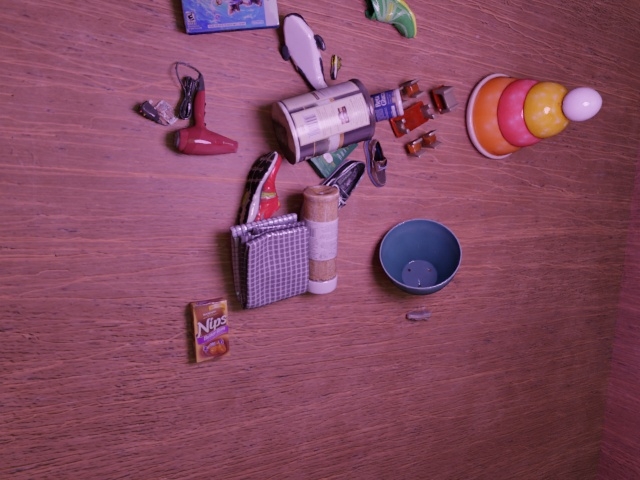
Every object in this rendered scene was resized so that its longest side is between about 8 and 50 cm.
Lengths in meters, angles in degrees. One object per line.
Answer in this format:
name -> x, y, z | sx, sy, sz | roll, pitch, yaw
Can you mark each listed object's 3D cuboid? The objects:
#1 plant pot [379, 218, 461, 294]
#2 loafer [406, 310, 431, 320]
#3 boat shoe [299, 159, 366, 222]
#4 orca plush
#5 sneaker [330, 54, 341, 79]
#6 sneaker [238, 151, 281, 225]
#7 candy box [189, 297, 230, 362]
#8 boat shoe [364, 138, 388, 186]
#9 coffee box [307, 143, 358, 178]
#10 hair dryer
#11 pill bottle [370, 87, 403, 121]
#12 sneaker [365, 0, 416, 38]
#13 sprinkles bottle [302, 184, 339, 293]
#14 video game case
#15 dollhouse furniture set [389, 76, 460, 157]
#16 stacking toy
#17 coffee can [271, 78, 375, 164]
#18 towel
plant pot -> 0.375, 0.091, 1.756 | 0.290, 0.290, 0.195 | -46, 152, -16
loafer -> 0.406, 0.316, 1.910 | 0.125, 0.045, 0.039 | -1, 104, -32
boat shoe -> 0.051, -0.158, 1.608 | 0.306, 0.105, 0.113 | -46, 115, -16
orca plush -> -0.021, -0.608, 1.512 | 0.287, 0.151, 0.102 | 47, 43, -23
sneaker -> 0.057, -0.593, 1.594 | 0.035, 0.031, 0.084 | 1, 96, -30
sneaker -> -0.177, -0.148, 1.497 | 0.118, 0.107, 0.279 | 15, 100, -35
candy box -> -0.352, 0.283, 1.477 | 0.109, 0.053, 0.187 | -7, 99, -27
boat shoe -> 0.209, -0.282, 1.702 | 0.066, 0.066, 0.183 | -28, 110, -23
coffee box -> 0.038, -0.316, 1.617 | 0.184, 0.040, 0.113 | -48, 115, -14
hair dryer -> -0.358, -0.359, 1.369 | 0.293, 0.080, 0.224 | 46, 74, -26
pill bottle -> 0.199, -0.462, 1.617 | 0.169, 0.094, 0.094 | -12, 106, 14
sneaker -> 0.223, -0.814, 1.631 | 0.295, 0.109, 0.123 | 35, 103, -30
sprinkles bottle -> 0.000, 0.000, 1.542 | 0.121, 0.121, 0.356 | -13, 119, -27
video game case -> -0.264, -0.727, 1.314 | 0.269, 0.061, 0.245 | -8, 107, -6
dollhouse furniture set -> 0.383, -0.484, 1.759 | 0.259, 0.135, 0.262 | -30, 111, -10
stacking toy -> 0.846, -0.497, 1.789 | 0.350, 0.479, 0.351 | -5, 99, -29
coffee can -> 0.007, -0.378, 1.475 | 0.275, 0.201, 0.202 | -21, 107, -15
towel -> -0.153, 0.071, 1.477 | 0.234, 0.121, 0.284 | -13, 124, -25
